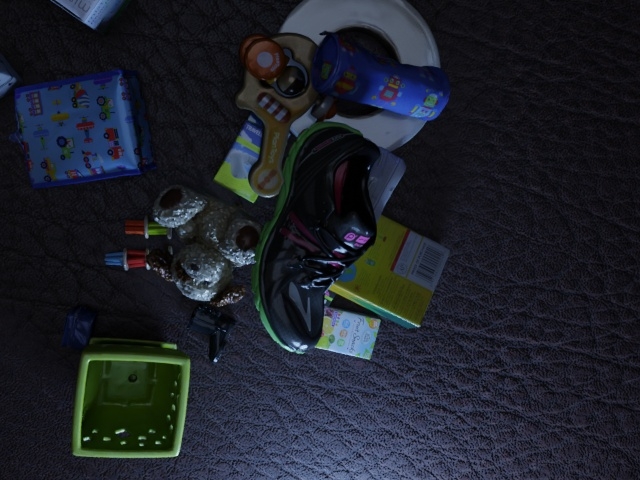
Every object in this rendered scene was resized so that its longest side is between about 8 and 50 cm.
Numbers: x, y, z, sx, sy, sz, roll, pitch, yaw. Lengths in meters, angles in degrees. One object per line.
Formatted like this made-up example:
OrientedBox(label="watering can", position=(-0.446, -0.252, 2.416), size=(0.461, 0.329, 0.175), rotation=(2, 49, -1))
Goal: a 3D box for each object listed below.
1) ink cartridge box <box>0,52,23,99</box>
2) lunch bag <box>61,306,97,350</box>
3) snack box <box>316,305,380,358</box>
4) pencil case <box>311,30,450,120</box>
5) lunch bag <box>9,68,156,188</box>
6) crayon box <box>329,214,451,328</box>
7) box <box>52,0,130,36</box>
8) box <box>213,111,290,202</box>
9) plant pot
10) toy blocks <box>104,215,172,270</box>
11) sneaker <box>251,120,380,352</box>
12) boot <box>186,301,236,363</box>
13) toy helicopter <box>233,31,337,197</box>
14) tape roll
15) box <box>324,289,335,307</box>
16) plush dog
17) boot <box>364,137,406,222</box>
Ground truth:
OrientedBox(label="ink cartridge box", position=(-0.721, -0.326, 1.594), size=(0.148, 0.203, 0.086), rotation=(-37, 99, -1))
OrientedBox(label="lunch bag", position=(-0.545, 0.195, 1.743), size=(0.065, 0.067, 0.098), rotation=(13, 95, -8))
OrientedBox(label="snack box", position=(0.060, 0.214, 1.825), size=(0.141, 0.037, 0.100), rotation=(14, 96, -8))
OrientedBox(label="pencil case", position=(0.120, -0.337, 1.610), size=(0.306, 0.133, 0.119), rotation=(9, 120, -31))
OrientedBox(label="lunch bag", position=(-0.531, -0.237, 1.674), size=(0.293, 0.138, 0.220), rotation=(-8, 100, 4))
OrientedBox(label="crayon box", position=(0.113, 0.042, 1.762), size=(0.319, 0.081, 0.202), rotation=(28, 75, -9))
OrientedBox(label="box", position=(-0.536, -0.551, 1.574), size=(0.262, 0.231, 0.126), rotation=(36, 92, -8))
OrientedBox(label="box", position=(-0.154, -0.188, 1.752), size=(0.109, 0.042, 0.178), rotation=(29, 94, -9))
OrientedBox(label="plant pot", position=(-0.416, 0.328, 1.691), size=(0.228, 0.207, 0.227), rotation=(6, 96, -16))
OrientedBox(label="toy blocks", position=(-0.410, 0.006, 1.742), size=(0.148, 0.054, 0.123), rotation=(-2, 98, -6))
OrientedBox(label="sneaker", position=(0.000, 0.000, 1.561), size=(0.185, 0.202, 0.482), rotation=(5, 98, -50))
OrientedBox(label="boot", position=(-0.261, 0.212, 1.787), size=(0.099, 0.045, 0.121), rotation=(25, 86, -11))
OrientedBox(label="toy helicopter", position=(-0.073, -0.262, 1.659), size=(0.235, 0.140, 0.354), rotation=(7, 107, -15))
OrientedBox(label="tape roll", position=(0.076, -0.374, 1.741), size=(0.392, 0.072, 0.391), rotation=(-1, 96, -6))
OrientedBox(label="box", position=(-0.006, 0.107, 1.798), size=(0.083, 0.052, 0.062), rotation=(28, 93, -7))
OrientedBox(label="plush dog", position=(-0.245, 0.022, 1.692), size=(0.263, 0.210, 0.225), rotation=(26, 96, 7))
OrientedBox(label="boot", position=(0.077, -0.097, 1.684), size=(0.123, 0.095, 0.258), rotation=(32, 71, -10))
